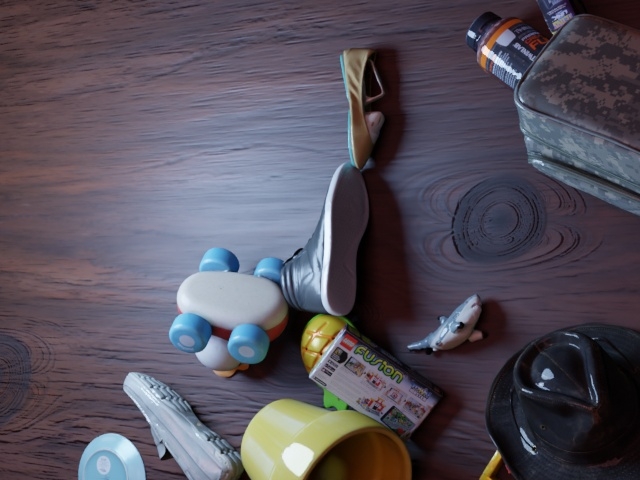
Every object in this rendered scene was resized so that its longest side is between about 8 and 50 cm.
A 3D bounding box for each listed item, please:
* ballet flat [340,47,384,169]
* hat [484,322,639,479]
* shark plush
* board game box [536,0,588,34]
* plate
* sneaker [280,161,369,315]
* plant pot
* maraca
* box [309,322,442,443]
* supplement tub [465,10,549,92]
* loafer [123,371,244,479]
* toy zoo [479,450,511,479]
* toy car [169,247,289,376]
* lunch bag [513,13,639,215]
[{"bbox_3d":[0.083,-0.248,1.875,0.073,0.080,0.232,-8,82,15],"label":"ballet flat"},{"bbox_3d":[0.386,0.226,1.524,0.331,0.134,0.331,-16,44,16],"label":"hat"},{"bbox_3d":[0.224,0.157,1.776,0.161,0.073,0.067,-45,43,42],"label":"shark plush"},{"bbox_3d":[0.392,-0.381,1.647,0.048,0.170,0.141,-28,72,24],"label":"board game box"},{"bbox_3d":[-0.446,0.501,2.138,0.188,0.024,0.188,-3,84,31],"label":"plate"},{"bbox_3d":[0.000,0.000,1.873,0.147,0.104,0.296,-11,64,45],"label":"sneaker"},{"bbox_3d":[-0.011,0.393,1.766,0.239,0.254,0.254,25,98,50],"label":"plant pot"},{"bbox_3d":[0.029,0.220,1.841,0.127,0.099,0.186,-26,78,28],"label":"maraca"},{"bbox_3d":[0.097,0.250,1.774,0.207,0.036,0.114,36,104,-3],"label":"box"},{"bbox_3d":[0.337,-0.305,1.709,0.198,0.106,0.106,44,107,27],"label":"supplement tub"},{"bbox_3d":[-0.288,0.383,2.005,0.319,0.112,0.111,40,97,27],"label":"loafer"},{"bbox_3d":[0.387,0.364,1.650,0.192,0.030,0.293,36,103,29],"label":"toy zoo"},{"bbox_3d":[-0.165,0.178,1.941,0.210,0.219,0.238,10,133,8],"label":"toy car"},{"bbox_3d":[0.466,-0.157,1.537,0.305,0.256,0.212,28,73,31],"label":"lunch bag"}]
